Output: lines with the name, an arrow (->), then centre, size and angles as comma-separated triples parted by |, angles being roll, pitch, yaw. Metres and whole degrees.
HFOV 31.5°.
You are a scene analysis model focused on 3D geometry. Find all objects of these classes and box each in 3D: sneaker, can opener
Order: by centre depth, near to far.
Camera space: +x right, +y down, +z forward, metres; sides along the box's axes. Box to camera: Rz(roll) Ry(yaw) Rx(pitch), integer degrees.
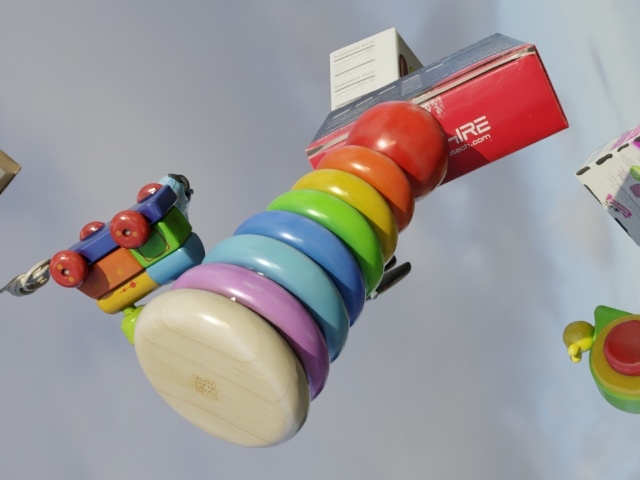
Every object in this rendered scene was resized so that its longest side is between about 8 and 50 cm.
sneaker -> -0.175, -0.041, 1.382 | 0.073, 0.063, 0.162 | -63, -1, -9
can opener -> 0.067, 0.054, 1.516 | 0.059, 0.073, 0.186 | 38, -151, 26

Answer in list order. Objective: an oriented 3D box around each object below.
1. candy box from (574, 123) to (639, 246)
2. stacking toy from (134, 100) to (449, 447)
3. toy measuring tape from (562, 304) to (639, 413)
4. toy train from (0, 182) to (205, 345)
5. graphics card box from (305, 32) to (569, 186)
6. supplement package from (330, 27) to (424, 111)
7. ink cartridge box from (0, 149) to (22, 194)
candy box -> 0.516, -0.102, 1.691 | 0.159, 0.233, 0.071 | 48, -123, -5
stacking toy -> 0.000, 0.000, 0.889 | 0.330, 0.141, 0.141 | -53, -51, -39
toy measuring tape -> 0.434, 0.165, 1.335 | 0.121, 0.330, 0.121 | -28, -54, -48
toy train -> -0.231, 0.056, 1.241 | 0.143, 0.248, 0.105 | 54, -158, -12
graphics card box -> 0.116, -0.128, 1.195 | 0.094, 0.233, 0.371 | 63, -172, -10
supplement package -> 0.107, -0.223, 1.978 | 0.139, 0.134, 0.244 | 42, -142, -47
ink cartridge box -> -0.457, 0.001, 1.261 | 0.088, 0.193, 0.234 | 41, -151, -13
